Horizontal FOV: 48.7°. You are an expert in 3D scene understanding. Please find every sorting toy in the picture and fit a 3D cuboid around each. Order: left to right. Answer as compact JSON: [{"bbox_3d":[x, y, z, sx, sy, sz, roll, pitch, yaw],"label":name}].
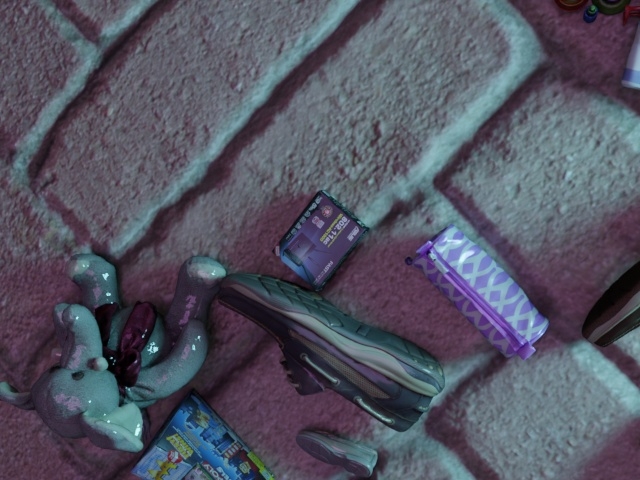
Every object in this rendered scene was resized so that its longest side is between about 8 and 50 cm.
[{"bbox_3d":[0.362,-0.325,0.939,0.101,0.042,0.061,4,93,15],"label":"sorting toy"}]

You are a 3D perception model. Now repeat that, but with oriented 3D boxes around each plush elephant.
[{"bbox_3d":[-0.319,0.177,1.034,0.271,0.255,0.330,8,94,15],"label":"plush elephant"}]

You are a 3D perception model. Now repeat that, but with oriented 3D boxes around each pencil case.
[{"bbox_3d":[0.217,0.068,0.970,0.206,0.088,0.086,44,104,9],"label":"pencil case"}]

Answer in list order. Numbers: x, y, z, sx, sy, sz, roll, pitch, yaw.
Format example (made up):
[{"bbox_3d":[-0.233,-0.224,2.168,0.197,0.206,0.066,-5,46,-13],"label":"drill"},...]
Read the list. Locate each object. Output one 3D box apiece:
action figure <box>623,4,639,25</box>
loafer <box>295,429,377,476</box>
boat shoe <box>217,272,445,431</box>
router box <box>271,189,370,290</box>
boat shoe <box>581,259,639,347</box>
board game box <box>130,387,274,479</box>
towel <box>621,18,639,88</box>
[{"bbox_3d":[0.456,-0.291,0.918,0.115,0.038,0.030,1,80,18],"label":"action figure"},{"bbox_3d":[0.025,0.313,1.062,0.125,0.039,0.045,20,130,17],"label":"loafer"},{"bbox_3d":[-0.003,0.161,1.012,0.355,0.132,0.130,26,98,14],"label":"boat shoe"},{"bbox_3d":[0.000,0.000,1.052,0.092,0.038,0.122,40,101,10],"label":"router box"},{"bbox_3d":[0.437,0.062,0.874,0.095,0.095,0.257,39,129,7],"label":"boat shoe"},{"bbox_3d":[-0.180,0.325,1.033,0.194,0.194,0.060,45,102,10],"label":"board game box"},{"bbox_3d":[0.513,-0.303,0.867,0.209,0.034,0.285,14,106,6],"label":"towel"}]
